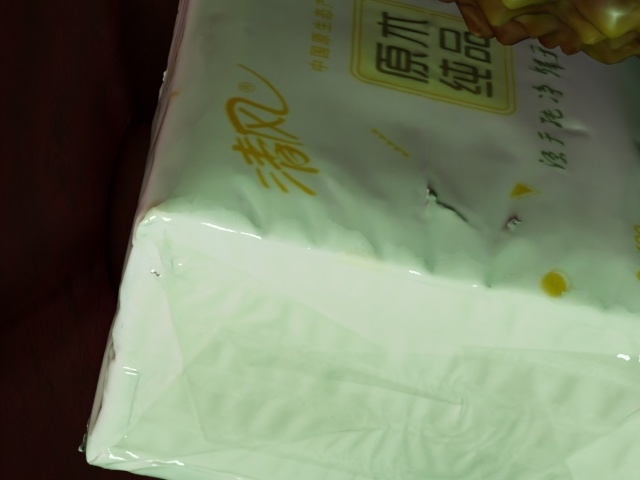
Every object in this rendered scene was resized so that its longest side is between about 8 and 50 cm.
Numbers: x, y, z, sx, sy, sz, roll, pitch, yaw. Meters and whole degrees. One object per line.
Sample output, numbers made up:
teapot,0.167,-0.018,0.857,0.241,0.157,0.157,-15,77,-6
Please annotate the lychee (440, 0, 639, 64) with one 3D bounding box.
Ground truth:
lychee,0.078,-0.182,0.563,0.267,0.267,0.267,8,99,62

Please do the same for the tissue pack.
tissue pack,0.028,-0.015,0.676,0.225,0.185,0.124,-86,11,-53
